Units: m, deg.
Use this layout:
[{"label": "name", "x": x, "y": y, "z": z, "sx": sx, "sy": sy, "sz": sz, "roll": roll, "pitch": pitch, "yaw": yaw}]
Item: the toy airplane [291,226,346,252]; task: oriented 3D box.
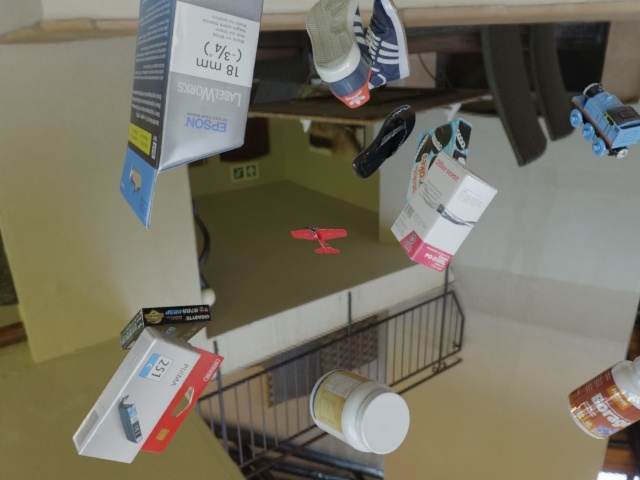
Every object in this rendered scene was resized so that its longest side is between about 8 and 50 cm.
[{"label": "toy airplane", "x": 0.000, "y": 0.000, "z": 1.319, "sx": 0.151, "sy": 0.028, "sz": 0.151, "roll": 7, "pitch": 157, "yaw": 3}]

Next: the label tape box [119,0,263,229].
[{"label": "label tape box", "x": -0.177, "y": -0.200, "z": 0.670, "sx": 0.105, "sy": 0.334, "sz": 0.240, "roll": 3, "pitch": -165, "yaw": -29}]

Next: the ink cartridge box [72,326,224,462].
[{"label": "ink cartridge box", "x": -0.381, "y": 0.378, "z": 1.216, "sx": 0.066, "sy": 0.296, "sz": 0.261, "roll": 29, "pitch": 174, "yaw": 45}]

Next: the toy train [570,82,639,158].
[{"label": "toy train", "x": 0.623, "y": -0.265, "z": 1.127, "sx": 0.080, "sy": 0.105, "sz": 0.184, "roll": -10, "pitch": -126, "yaw": -7}]

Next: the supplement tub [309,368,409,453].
[{"label": "supplement tub", "x": 0.082, "y": 0.367, "z": 1.115, "sx": 0.144, "sy": 0.145, "sz": 0.199, "roll": -14, "pitch": -174, "yaw": -30}]

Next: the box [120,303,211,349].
[{"label": "box", "x": -0.407, "y": 0.227, "z": 1.346, "sx": 0.175, "sy": 0.051, "sz": 0.220, "roll": 2, "pitch": 154, "yaw": -35}]

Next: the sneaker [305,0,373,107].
[{"label": "sneaker", "x": 0.054, "y": -0.439, "z": 1.182, "sx": 0.131, "sy": 0.148, "sz": 0.350, "roll": -17, "pitch": -131, "yaw": 24}]

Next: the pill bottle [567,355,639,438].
[{"label": "pill bottle", "x": 0.681, "y": 0.350, "z": 1.168, "sx": 0.121, "sy": 0.216, "sz": 0.121, "roll": 18, "pitch": -139, "yaw": -17}]

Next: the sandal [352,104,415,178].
[{"label": "sandal", "x": 0.201, "y": -0.284, "z": 1.526, "sx": 0.097, "sy": 0.255, "sz": 0.054, "roll": 36, "pitch": -176, "yaw": -37}]

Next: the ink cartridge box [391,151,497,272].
[{"label": "ink cartridge box", "x": 0.292, "y": -0.072, "z": 1.246, "sx": 0.100, "sy": 0.237, "sz": 0.172, "roll": 23, "pitch": -160, "yaw": -21}]

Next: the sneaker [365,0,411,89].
[{"label": "sneaker", "x": 0.131, "y": -0.480, "z": 1.281, "sx": 0.153, "sy": 0.282, "sz": 0.099, "roll": -21, "pitch": -116, "yaw": 8}]

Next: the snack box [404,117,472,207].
[{"label": "snack box", "x": 0.345, "y": -0.188, "z": 1.548, "sx": 0.060, "sy": 0.322, "sz": 0.187, "roll": 18, "pitch": 168, "yaw": -25}]
